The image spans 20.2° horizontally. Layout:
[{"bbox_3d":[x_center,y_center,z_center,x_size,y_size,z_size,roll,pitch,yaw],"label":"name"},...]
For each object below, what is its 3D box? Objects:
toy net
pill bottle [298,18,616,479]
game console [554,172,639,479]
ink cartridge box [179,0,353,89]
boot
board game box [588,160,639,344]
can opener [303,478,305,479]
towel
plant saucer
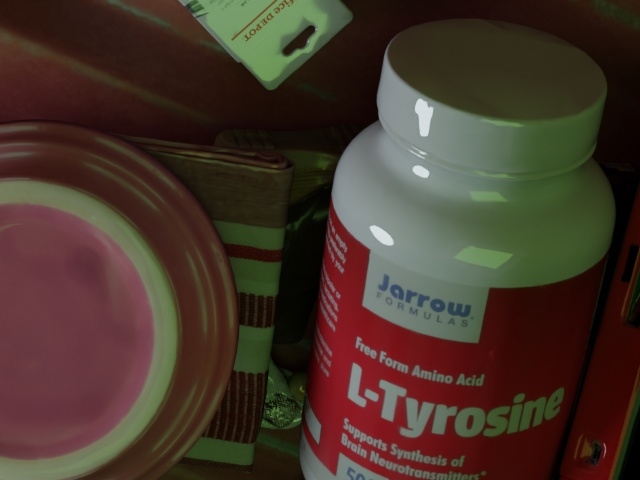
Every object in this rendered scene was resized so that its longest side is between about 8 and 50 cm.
[{"bbox_3d":[0.017,0.145,1.690,0.232,0.045,0.122,-5,114,-5],"label":"toy net"},{"bbox_3d":[0.113,0.037,1.473,0.229,0.229,0.407,1,123,-9],"label":"pill bottle"},{"bbox_3d":[0.350,0.086,1.585,0.342,0.060,0.386,6,101,-52],"label":"game console"},{"bbox_3d":[-0.069,-0.227,1.518,0.104,0.060,0.180,-41,111,8],"label":"ink cartridge box"},{"bbox_3d":[0.000,0.000,1.622,0.248,0.090,0.207,4,123,-11],"label":"boot"},{"bbox_3d":[0.210,0.009,1.659,0.141,0.048,0.170,5,111,-9],"label":"board game box"},{"bbox_3d":[0.018,0.301,1.751,0.059,0.073,0.186,-21,124,-42],"label":"can opener"},{"bbox_3d":[-0.156,0.054,1.584,0.237,0.037,0.329,9,121,1],"label":"towel"},{"bbox_3d":[-0.234,0.069,1.467,0.332,0.084,0.332,0,97,3],"label":"plant saucer"}]
